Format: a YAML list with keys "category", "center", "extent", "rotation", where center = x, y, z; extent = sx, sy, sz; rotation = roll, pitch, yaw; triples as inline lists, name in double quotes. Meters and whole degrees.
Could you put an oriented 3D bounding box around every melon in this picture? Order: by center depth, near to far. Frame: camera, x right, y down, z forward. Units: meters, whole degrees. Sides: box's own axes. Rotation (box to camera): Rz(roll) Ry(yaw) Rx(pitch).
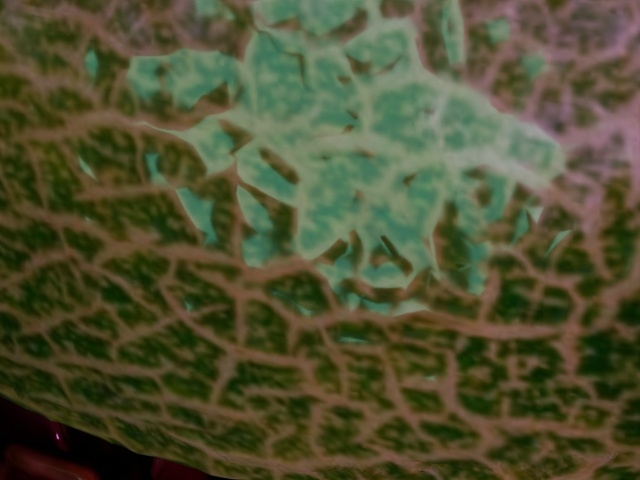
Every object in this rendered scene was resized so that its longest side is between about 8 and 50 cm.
- category: "melon"
  center: [0.069, -0.089, 0.498]
  extent: [0.343, 0.331, 0.226]
  rotation: [11, -172, 23]

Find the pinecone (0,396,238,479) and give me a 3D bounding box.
- category: "pinecone"
  center: [-0.105, 0.264, 0.963]
  extent: [0.398, 0.397, 0.398]
  rotation: [19, 147, 13]
